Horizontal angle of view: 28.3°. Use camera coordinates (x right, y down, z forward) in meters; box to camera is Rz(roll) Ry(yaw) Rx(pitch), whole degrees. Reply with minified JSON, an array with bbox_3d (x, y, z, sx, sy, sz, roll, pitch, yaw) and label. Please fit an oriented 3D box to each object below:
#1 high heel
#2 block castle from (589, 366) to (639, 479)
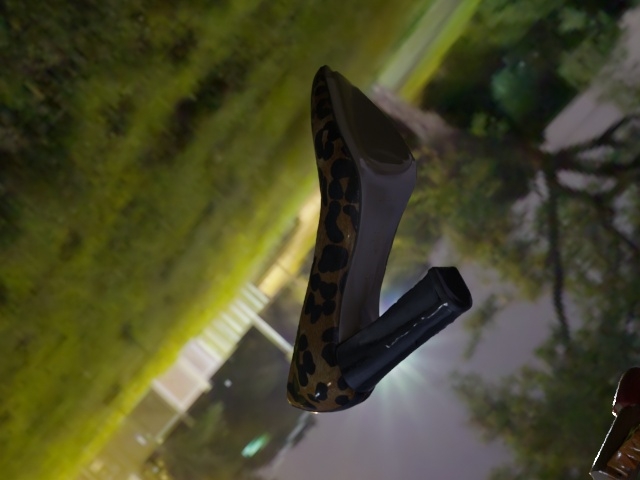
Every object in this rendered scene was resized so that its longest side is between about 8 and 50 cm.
[{"bbox_3d":[0.000,0.000,1.023,0.093,0.261,0.186,12,136,-45],"label":"high heel"},{"bbox_3d":[0.577,0.267,1.499,0.213,0.453,0.303,-56,171,-29],"label":"block castle"}]
